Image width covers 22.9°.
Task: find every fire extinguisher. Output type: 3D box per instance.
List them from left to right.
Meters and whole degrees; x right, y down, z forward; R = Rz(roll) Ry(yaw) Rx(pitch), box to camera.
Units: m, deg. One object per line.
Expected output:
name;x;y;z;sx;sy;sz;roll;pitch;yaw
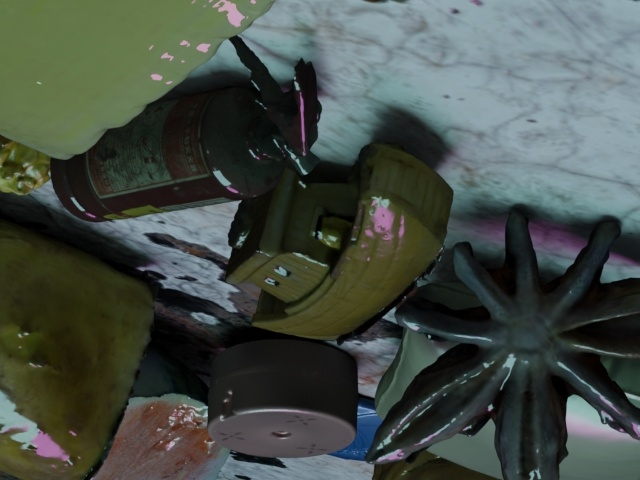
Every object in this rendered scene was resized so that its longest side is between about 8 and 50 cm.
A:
fire extinguisher;-0.084;-0.065;1.014;0.252;0.075;0.106;-7;152;45

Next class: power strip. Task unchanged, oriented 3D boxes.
power strip;-0.035;0.159;1.564;0.154;0.078;0.154;0;154;0

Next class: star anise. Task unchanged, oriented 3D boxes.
star anise;0.149;0.087;1.120;0.198;0.257;0.110;37;-173;3

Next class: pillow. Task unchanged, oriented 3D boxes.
pillow;0.178;0.133;1.328;0.255;0.120;0.322;17;161;4

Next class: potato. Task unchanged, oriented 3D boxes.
potato;-0.296;0.071;1.355;0.266;0.229;0.229;31;154;-33

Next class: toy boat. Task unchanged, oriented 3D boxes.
toy boat;0.000;0.000;1.120;0.121;0.089;0.321;19;161;-10

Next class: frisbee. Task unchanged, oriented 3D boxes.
frisbee;0.023;0.219;1.784;0.242;0.045;0.242;13;161;5

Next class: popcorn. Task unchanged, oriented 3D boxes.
popcorn;-0.231;-0.066;1.136;0.082;0.057;0.083;3;162;45

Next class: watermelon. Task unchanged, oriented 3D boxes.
watermelon;-0.207;0.178;1.643;0.256;0.176;0.260;20;142;-6

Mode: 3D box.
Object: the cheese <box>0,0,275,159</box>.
cheese;-0.144;-0.161;0.691;0.242;0.124;0.265;20;152;-28

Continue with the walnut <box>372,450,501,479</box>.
walnut;0.163;0.251;1.554;0.245;0.198;0.198;1;166;-21
